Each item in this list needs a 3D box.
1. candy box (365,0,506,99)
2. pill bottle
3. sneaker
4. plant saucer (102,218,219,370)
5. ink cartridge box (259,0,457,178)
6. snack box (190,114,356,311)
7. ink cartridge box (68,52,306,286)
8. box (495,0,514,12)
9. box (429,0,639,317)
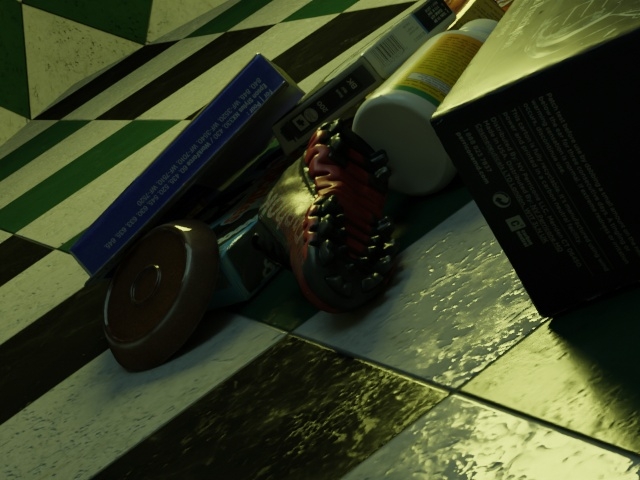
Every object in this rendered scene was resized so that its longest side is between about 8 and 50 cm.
[{"bbox_3d":[0.131,-0.212,1.941,0.186,0.053,0.109,-48,20,12],"label":"candy box"},{"bbox_3d":[0.130,-0.143,1.721,0.118,0.117,0.208,-18,20,42],"label":"pill bottle"},{"bbox_3d":[0.000,0.000,1.567,0.135,0.098,0.276,-46,21,23],"label":"sneaker"},{"bbox_3d":[-0.169,0.049,1.707,0.168,0.029,0.168,-31,44,35],"label":"plant saucer"},{"bbox_3d":[0.031,-0.172,1.853,0.208,0.045,0.206,-36,6,37],"label":"ink cartridge box"},{"bbox_3d":[-0.068,-0.025,1.850,0.187,0.060,0.322,-17,20,43],"label":"snack box"},{"bbox_3d":[-0.146,-0.079,1.885,0.303,0.072,0.307,-45,-5,3],"label":"ink cartridge box"},{"bbox_3d":[0.312,-0.302,1.992,0.293,0.057,0.201,-36,15,-15],"label":"box"},{"bbox_3d":[0.295,-0.141,1.253,0.313,0.179,0.343,-22,18,30],"label":"box"}]
